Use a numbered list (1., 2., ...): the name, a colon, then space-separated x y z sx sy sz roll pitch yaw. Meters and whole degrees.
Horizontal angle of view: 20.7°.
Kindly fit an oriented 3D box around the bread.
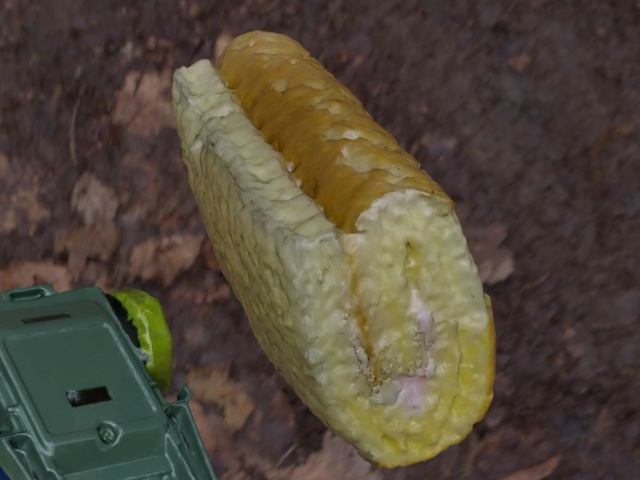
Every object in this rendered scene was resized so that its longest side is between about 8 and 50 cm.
1. bread: 0.000 0.000 1.400 0.165 0.375 0.236 -24 122 -7

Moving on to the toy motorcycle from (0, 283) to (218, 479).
1. toy motorcycle: -0.188 0.200 1.363 0.191 0.200 0.326 -7 50 -33
